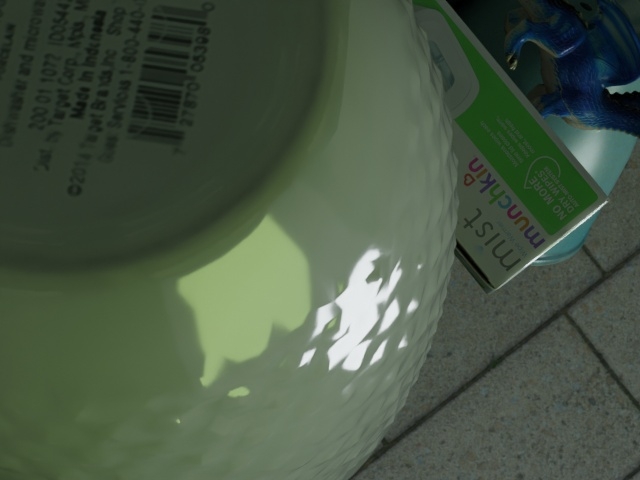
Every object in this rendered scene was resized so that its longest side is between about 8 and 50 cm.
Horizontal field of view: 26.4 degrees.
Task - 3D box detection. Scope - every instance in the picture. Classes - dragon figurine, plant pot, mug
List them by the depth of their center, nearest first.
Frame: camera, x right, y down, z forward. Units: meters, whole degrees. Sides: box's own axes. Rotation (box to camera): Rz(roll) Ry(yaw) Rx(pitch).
[{"bbox_3d":[-0.060,-0.062,0.583,0.328,0.276,0.374,91,21,-73],"label":"mug"},{"bbox_3d":[0.243,-0.178,1.238,0.144,0.289,0.085,-18,-162,15],"label":"dragon figurine"},{"bbox_3d":[0.220,-0.159,1.424,0.271,0.271,0.255,-30,155,-49],"label":"plant pot"}]

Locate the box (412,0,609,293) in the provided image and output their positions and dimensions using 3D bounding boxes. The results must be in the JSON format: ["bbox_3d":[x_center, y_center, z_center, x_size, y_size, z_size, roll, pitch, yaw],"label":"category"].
[{"bbox_3d":[0.111,-0.088,1.191,0.127,0.262,0.231,-38,173,2],"label":"box"}]
